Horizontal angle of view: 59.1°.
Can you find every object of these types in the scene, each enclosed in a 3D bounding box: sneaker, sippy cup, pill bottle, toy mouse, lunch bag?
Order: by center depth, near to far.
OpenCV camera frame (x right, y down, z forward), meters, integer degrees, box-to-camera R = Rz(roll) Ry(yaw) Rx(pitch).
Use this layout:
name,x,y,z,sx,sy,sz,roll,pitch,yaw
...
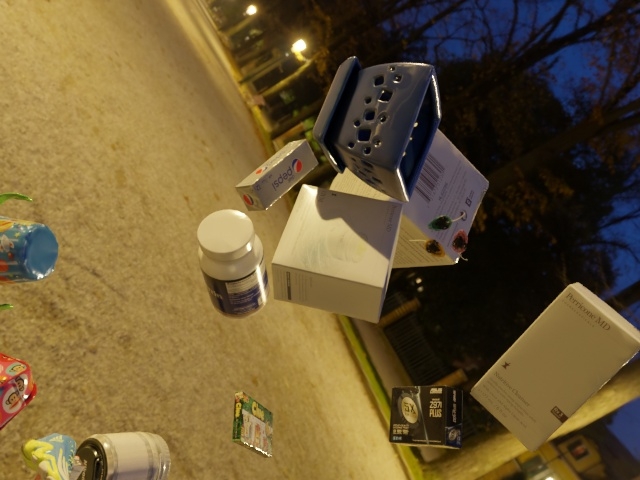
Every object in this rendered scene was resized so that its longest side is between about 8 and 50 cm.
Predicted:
name,x,y,z,sx,sy,sz,roll,pitch,yaw
pill bottle,-0.206,0.059,1.340,0.265,0.153,0.153,88,-22,-51
lunch bag,-0.881,0.390,1.365,0.293,0.258,0.120,-51,146,-52
toy mouse,0.344,-0.018,1.511,0.161,0.143,0.031,32,16,6
sneaker,-0.699,0.591,1.517,0.240,0.126,0.091,28,-59,34
sippy cup,-0.906,0.031,1.641,0.240,0.224,0.306,-69,158,-66

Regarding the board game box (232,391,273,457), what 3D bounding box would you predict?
name,x,y,z,sx,sy,sz,roll,pitch,yaw
board game box,-0.193,0.542,1.648,0.260,0.030,0.136,62,20,-57

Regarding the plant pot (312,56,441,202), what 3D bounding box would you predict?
name,x,y,z,sx,sy,sz,roll,pitch,yaw
plant pot,0.122,-0.246,1.232,0.212,0.236,0.236,19,-7,18

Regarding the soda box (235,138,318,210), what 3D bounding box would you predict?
name,x,y,z,sx,sy,sz,roll,pitch,yaw
soda box,-0.137,-0.211,1.821,0.091,0.286,0.098,0,-53,46

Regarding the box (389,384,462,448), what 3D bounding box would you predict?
name,x,y,z,sx,sy,sz,roll,pitch,yaw
box,0.275,0.462,1.480,0.077,0.180,0.147,26,62,-38

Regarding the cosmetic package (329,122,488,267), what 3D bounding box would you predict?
name,x,y,z,sx,sy,sz,roll,pitch,yaw
cosmetic package,0.261,-0.132,1.853,0.327,0.329,0.393,38,-24,-24

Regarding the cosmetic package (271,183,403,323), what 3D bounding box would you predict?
name,x,y,z,sx,sy,sz,roll,pitch,yaw
cosmetic package,0.039,0.023,1.172,0.138,0.224,0.224,93,13,-52

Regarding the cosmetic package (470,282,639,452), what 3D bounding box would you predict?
name,x,y,z,sx,sy,sz,roll,pitch,yaw
cosmetic package,0.596,0.315,1.425,0.217,0.385,0.156,43,22,27

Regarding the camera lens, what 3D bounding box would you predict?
name,x,y,z,sx,sy,sz,roll,pitch,yaw
camera lens,-0.686,0.773,1.933,0.274,0.219,0.219,20,34,-51

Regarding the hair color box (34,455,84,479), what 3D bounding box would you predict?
name,x,y,z,sx,sy,sz,roll,pitch,yaw
hair color box,-0.764,0.695,1.604,0.053,0.167,0.093,32,-5,39
